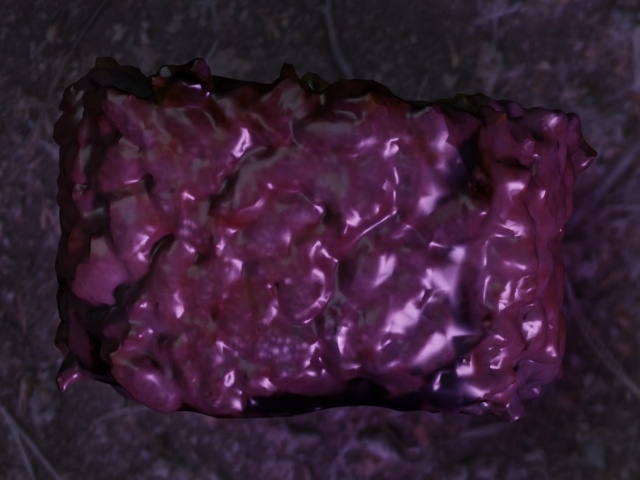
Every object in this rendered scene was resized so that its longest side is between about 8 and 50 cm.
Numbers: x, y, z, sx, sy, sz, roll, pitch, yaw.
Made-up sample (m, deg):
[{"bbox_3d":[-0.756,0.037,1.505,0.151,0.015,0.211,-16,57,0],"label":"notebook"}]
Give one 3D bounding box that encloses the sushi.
[{"bbox_3d":[0.000,0.000,0.887,0.270,0.236,0.170,4,94,3],"label":"sushi"}]
